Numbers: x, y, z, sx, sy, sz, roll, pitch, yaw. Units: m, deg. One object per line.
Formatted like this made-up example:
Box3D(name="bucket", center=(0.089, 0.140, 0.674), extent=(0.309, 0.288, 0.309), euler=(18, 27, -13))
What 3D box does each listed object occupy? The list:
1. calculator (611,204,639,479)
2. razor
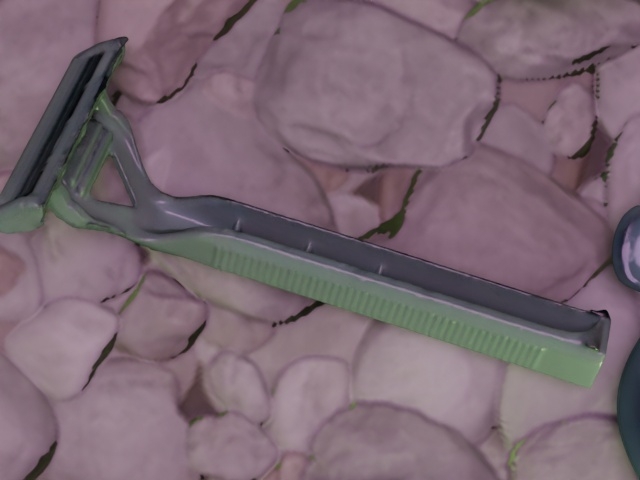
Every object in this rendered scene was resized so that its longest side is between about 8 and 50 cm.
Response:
Box3D(name="calculator", center=(0.246, 0.089, 0.729), extent=(0.188, 0.042, 0.302), euler=(-39, 90, -4))
Box3D(name="razor", center=(-0.002, 0.007, 0.731), extent=(0.278, 0.056, 0.111), euler=(23, 48, -5))
